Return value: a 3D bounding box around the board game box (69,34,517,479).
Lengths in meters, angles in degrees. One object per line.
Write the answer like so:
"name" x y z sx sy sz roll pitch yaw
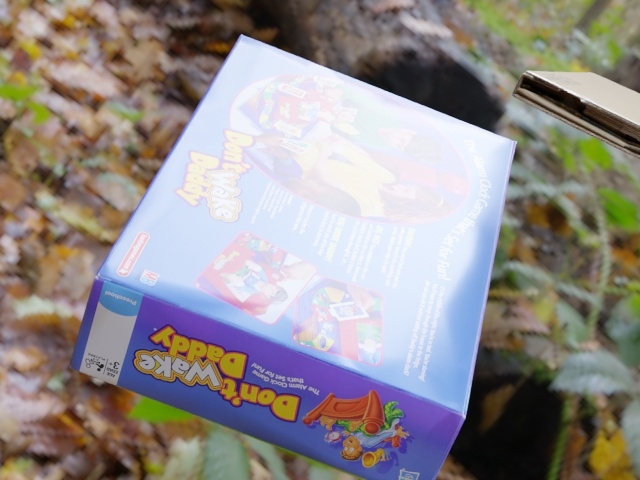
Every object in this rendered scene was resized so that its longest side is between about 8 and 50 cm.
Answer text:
"board game box" 0.000 0.000 0.988 0.233 0.078 0.347 21 34 0

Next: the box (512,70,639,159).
"box" 0.229 -0.072 0.960 0.164 0.021 0.201 29 16 18
